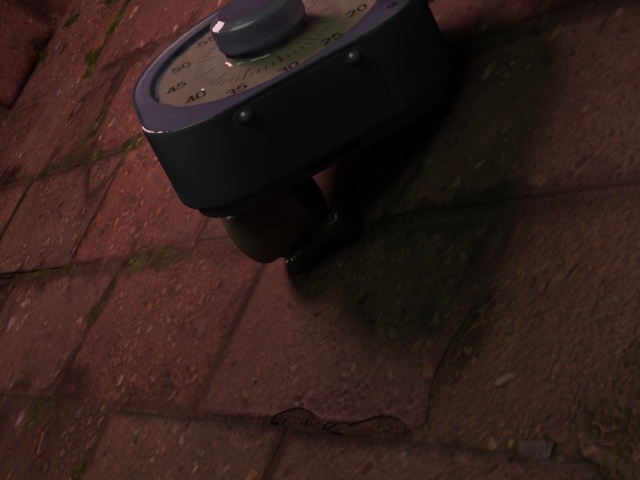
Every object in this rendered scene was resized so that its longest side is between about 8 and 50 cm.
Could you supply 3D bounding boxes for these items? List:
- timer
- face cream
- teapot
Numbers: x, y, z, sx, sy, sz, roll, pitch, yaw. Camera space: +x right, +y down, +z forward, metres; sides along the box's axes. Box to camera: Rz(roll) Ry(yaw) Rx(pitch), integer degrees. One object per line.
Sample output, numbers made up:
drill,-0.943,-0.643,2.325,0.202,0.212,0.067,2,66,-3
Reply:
timer,-0.054,-0.219,1.735,0.395,0.173,0.395,-22,28,13
face cream,-0.058,-0.037,1.739,0.104,0.117,0.117,-36,31,22
teapot,0.000,0.000,1.682,0.110,0.042,0.043,-40,30,37
